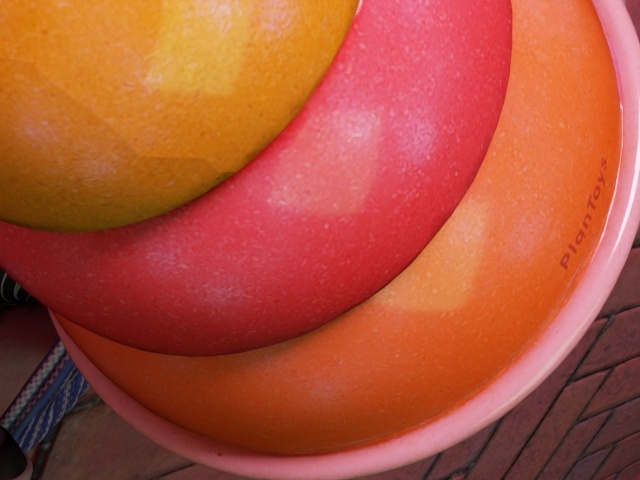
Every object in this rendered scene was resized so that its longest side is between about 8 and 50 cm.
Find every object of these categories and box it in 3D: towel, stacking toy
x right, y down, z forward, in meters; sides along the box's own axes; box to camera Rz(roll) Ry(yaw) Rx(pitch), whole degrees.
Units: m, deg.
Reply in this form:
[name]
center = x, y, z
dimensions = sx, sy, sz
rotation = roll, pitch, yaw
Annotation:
[towel]
center = -0.156, 0.061, 0.939
dimensions = 0.243, 0.040, 0.336
rotation = -53, -177, 14
[stacking toy]
center = -0.069, -0.106, 0.476
dimensions = 0.350, 0.350, 0.480
rotation = -45, 153, 2

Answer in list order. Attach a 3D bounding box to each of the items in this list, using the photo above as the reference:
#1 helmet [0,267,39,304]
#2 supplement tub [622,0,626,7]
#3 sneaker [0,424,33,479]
[helmet]
center = -0.196, -0.043, 0.798
dimensions = 0.169, 0.169, 0.161
rotation = -32, 163, -20
[supplement tub]
center = 0.037, -0.136, 0.855
dimensions = 0.316, 0.194, 0.193
rotation = -35, 151, 2
[sneaker]
center = -0.282, 0.054, 0.732
dimensions = 0.153, 0.268, 0.101
rotation = -64, 174, 21
